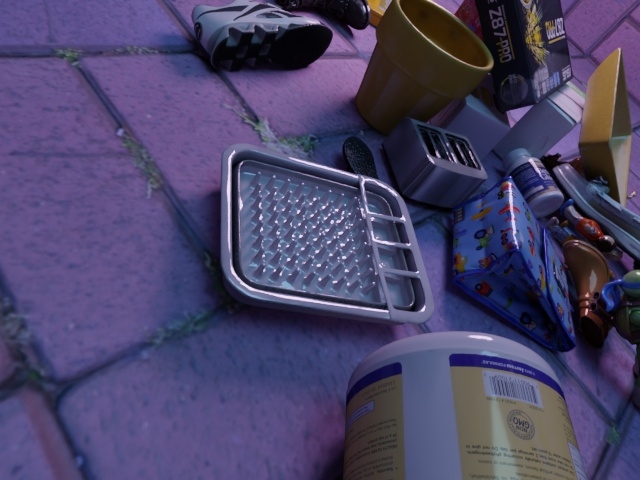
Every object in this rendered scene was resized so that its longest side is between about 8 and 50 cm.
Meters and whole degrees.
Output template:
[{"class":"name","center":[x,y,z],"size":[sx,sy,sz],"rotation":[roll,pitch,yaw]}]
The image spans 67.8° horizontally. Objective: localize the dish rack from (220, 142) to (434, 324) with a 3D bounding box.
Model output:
[{"class":"dish rack","center":[0.000,0.000,0.728],"size":[0.332,0.072,0.286],"rotation":[13,49,-25]}]

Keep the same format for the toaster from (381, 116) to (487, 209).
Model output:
[{"class":"toaster","center":[0.233,-0.154,0.990],"size":[0.168,0.110,0.186],"rotation":[9,50,-27]}]

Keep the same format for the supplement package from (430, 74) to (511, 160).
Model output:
[{"class":"supplement package","center":[0.374,-0.331,1.219],"size":[0.139,0.134,0.244],"rotation":[24,44,-15]}]

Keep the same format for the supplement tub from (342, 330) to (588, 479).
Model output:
[{"class":"supplement tub","center":[0.136,0.283,0.450],"size":[0.241,0.241,0.331],"rotation":[23,45,-16]}]

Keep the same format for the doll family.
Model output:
[{"class":"doll family","center":[0.614,0.021,1.112],"size":[0.263,0.118,0.163],"rotation":[14,37,-52]}]

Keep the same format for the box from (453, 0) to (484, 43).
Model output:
[{"class":"box","center":[0.408,-0.546,1.336],"size":[0.122,0.257,0.128],"rotation":[-23,69,-45]}]

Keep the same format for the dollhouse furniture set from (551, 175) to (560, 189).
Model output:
[{"class":"dollhouse furniture set","center":[0.604,-0.156,1.272],"size":[0.081,0.091,0.114],"rotation":[32,44,16]}]

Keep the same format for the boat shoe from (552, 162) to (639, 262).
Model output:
[{"class":"boat shoe","center":[0.704,-0.079,1.157],"size":[0.320,0.103,0.118],"rotation":[50,20,19]}]

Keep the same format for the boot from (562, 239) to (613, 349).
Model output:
[{"class":"boot","center":[0.549,0.109,0.977],"size":[0.197,0.073,0.152],"rotation":[54,50,-7]}]

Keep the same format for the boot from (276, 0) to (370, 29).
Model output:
[{"class":"boot","center":[-0.016,-0.644,1.277],"size":[0.263,0.091,0.229],"rotation":[46,48,14]}]

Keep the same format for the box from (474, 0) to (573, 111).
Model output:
[{"class":"box","center":[0.506,-0.513,1.164],"size":[0.395,0.097,0.318],"rotation":[-33,112,-45]}]

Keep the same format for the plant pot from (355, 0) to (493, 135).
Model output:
[{"class":"plant pot","center":[0.206,-0.367,1.059],"size":[0.254,0.239,0.254],"rotation":[18,45,-20]}]

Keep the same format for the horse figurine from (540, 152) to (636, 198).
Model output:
[{"class":"horse figurine","center":[0.782,-0.166,1.372],"size":[0.174,0.066,0.263],"rotation":[-17,71,-7]}]

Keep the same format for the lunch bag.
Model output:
[{"class":"lunch bag","center":[0.396,0.063,0.922],"size":[0.293,0.138,0.221],"rotation":[41,39,-20]}]

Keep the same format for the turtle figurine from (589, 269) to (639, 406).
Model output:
[{"class":"turtle figurine","center":[0.657,0.173,0.862],"size":[0.274,0.266,0.198],"rotation":[-14,25,3]}]

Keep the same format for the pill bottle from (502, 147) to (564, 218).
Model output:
[{"class":"pill bottle","center":[0.522,-0.147,1.188],"size":[0.094,0.094,0.169],"rotation":[6,51,-30]}]

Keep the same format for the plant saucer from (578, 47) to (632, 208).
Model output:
[{"class":"plant saucer","center":[0.750,-0.263,1.250],"size":[0.333,0.081,0.333],"rotation":[46,55,-42]}]

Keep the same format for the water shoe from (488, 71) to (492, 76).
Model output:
[{"class":"water shoe","center":[0.473,-0.568,1.529],"size":[0.203,0.080,0.073],"rotation":[22,44,-16]}]

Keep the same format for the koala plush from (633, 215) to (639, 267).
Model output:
[{"class":"koala plush","center":[0.905,0.030,1.240],"size":[0.221,0.203,0.196],"rotation":[42,25,-59]}]

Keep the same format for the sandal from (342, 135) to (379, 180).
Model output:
[{"class":"sandal","center":[0.081,-0.117,0.914],"size":[0.067,0.040,0.179],"rotation":[-12,76,-34]}]

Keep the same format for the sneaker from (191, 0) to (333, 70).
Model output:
[{"class":"sneaker","center":[-0.115,-0.449,1.001],"size":[0.330,0.122,0.146],"rotation":[-18,68,-43]}]

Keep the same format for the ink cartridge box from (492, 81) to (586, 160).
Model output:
[{"class":"ink cartridge box","center":[0.623,-0.318,1.327],"size":[0.115,0.198,0.273],"rotation":[47,43,9]}]

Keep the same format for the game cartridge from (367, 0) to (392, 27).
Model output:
[{"class":"game cartridge","center":[0.244,-0.739,1.545],"size":[0.323,0.053,0.285],"rotation":[27,43,-13]}]
